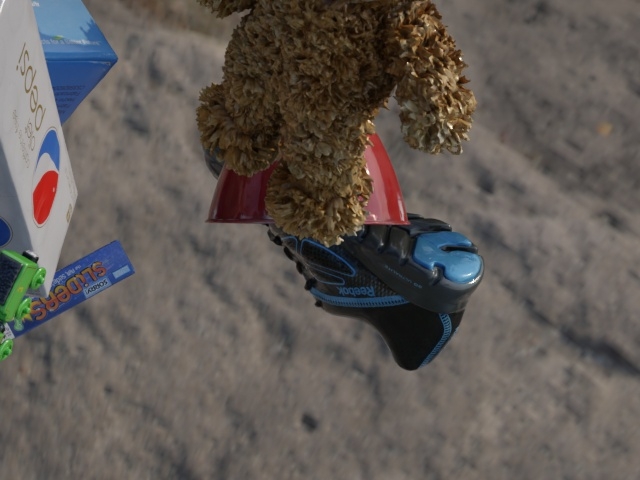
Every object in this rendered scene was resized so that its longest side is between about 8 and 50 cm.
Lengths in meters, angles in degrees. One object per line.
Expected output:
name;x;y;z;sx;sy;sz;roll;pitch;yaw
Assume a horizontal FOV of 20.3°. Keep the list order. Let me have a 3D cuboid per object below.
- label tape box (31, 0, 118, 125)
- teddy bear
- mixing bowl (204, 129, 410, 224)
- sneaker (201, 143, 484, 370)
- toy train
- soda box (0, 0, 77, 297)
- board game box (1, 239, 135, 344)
label tape box;-0.329;-0.224;1.269;0.240;0.106;0.334;-7;60;-53
teddy bear;0.000;-0.139;1.286;0.113;0.338;0.245;-19;76;-38
mixing bowl;-0.010;-0.062;1.568;0.181;0.181;0.098;1;90;-14
sneaker;0.000;0.000;1.790;0.341;0.140;0.125;37;37;27
toy train;-0.125;0.041;0.655;0.017;0.024;0.083;27;93;15
soda box;-0.179;-0.056;0.922;0.069;0.216;0.074;8;59;6
board game box;-0.248;0.053;1.593;0.136;0.201;0.035;-29;93;-16
